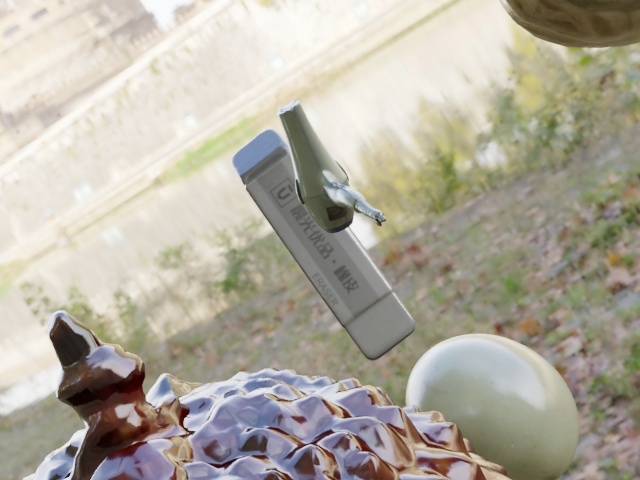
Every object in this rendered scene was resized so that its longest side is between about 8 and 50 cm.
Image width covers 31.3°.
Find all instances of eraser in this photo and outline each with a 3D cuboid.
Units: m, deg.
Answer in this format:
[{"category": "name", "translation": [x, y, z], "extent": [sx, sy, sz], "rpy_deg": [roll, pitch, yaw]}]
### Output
[{"category": "eraser", "translation": [0.000, 0.000, 1.548], "extent": [0.089, 0.352, 0.061], "rpy_deg": [-37, -9, 5]}]

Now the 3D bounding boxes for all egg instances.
[{"category": "egg", "translation": [0.242, 0.246, 1.618], "extent": [0.219, 0.219, 0.269], "rpy_deg": [-35, 43, -12]}]

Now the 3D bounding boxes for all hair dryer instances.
[{"category": "hair dryer", "translation": [0.006, -0.086, 1.317], "extent": [0.067, 0.167, 0.199], "rpy_deg": [-31, 7, -11]}]

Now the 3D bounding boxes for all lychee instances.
[{"category": "lychee", "translation": [-0.045, 0.263, 0.690], "extent": [0.424, 0.500, 0.425], "rpy_deg": [-16, 19, 6]}]

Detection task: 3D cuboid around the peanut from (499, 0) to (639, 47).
[{"category": "peanut", "translation": [0.264, -0.210, 0.728], "extent": [0.312, 0.152, 0.152], "rpy_deg": [-8, 13, 9]}]
